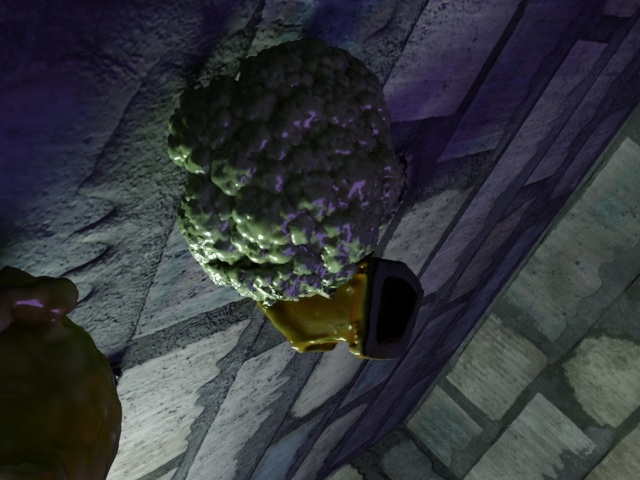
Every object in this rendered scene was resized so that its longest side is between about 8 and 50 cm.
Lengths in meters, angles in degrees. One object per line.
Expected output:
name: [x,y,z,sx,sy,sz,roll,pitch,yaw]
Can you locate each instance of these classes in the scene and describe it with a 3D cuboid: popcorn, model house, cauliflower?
popcorn: [-0.323,0.168,0.624,0.312,0.312,0.312,-38,156,-21]
model house: [0.032,0.122,1.250,0.268,0.239,0.173,19,69,-60]
cauliflower: [-0.042,-0.071,0.815,0.275,0.272,0.250,-22,-179,-20]

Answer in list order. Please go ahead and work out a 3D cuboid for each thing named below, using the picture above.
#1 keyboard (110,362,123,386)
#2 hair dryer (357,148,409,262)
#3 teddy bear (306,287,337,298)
keyboard: [-0.356,0.271,1.050,0.072,0.023,0.231,-9,137,-52]
hair dryer: [0.093,-0.067,1.252,0.219,0.071,0.124,-56,159,0]
teddy bear: [0.000,0.000,1.103,0.190,0.140,0.177,-52,155,-9]
